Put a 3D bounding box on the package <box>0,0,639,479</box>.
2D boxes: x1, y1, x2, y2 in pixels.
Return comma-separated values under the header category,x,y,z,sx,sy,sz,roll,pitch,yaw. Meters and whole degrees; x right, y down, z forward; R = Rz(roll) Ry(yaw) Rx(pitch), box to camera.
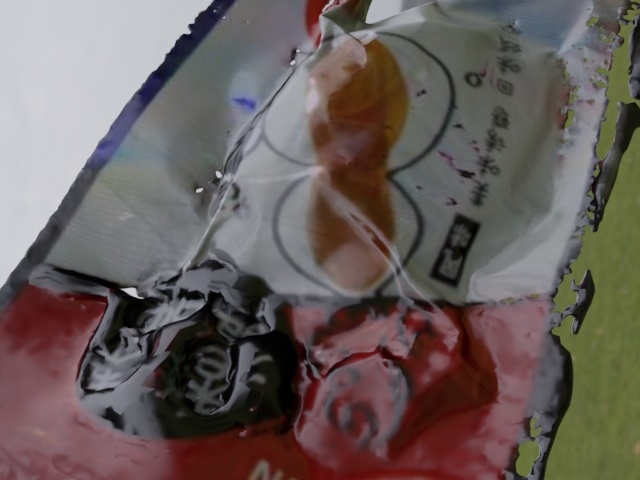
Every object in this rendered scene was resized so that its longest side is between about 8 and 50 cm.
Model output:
category,x,y,z,sx,sy,sz,roll,pitch,yaw
package,0.000,0.000,0.414,0.269,0.194,0.071,-64,-23,-15
